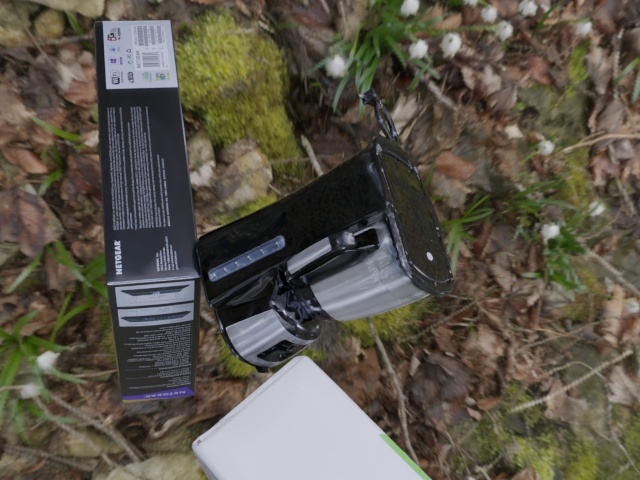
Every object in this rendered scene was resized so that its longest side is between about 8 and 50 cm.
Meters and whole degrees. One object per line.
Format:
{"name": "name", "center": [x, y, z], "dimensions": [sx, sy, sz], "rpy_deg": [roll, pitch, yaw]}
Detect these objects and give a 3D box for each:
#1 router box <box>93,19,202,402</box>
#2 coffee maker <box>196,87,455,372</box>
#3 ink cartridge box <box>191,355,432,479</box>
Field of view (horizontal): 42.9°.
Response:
{"name": "router box", "center": [-0.176, -0.027, 0.825], "dimensions": [0.081, 0.243, 0.309], "rpy_deg": [-4, 56, -12]}
{"name": "coffee maker", "center": [0.000, 0.000, 0.667], "dimensions": [0.178, 0.120, 0.171], "rpy_deg": [-25, 44, 24]}
{"name": "ink cartridge box", "center": [0.020, 0.248, 0.670], "dimensions": [0.114, 0.273, 0.198], "rpy_deg": [-38, 61, -20]}
